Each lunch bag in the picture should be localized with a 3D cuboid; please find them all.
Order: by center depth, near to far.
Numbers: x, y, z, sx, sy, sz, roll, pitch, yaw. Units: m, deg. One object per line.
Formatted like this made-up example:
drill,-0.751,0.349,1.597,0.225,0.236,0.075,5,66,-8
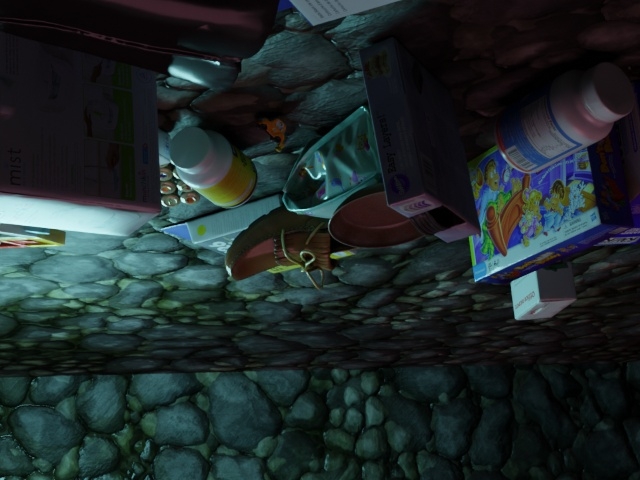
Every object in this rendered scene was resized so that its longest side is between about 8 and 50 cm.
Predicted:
lunch bag,0.088,-0.109,1.968,0.223,0.160,0.262,8,153,-36

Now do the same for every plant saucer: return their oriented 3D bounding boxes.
plant saucer,0.109,-0.047,1.867,0.198,0.036,0.199,-6,152,-3

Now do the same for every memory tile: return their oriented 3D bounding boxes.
memory tile,-0.280,-0.108,2.022,0.113,0.012,0.148,-5,142,1

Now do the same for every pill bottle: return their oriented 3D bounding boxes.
pill bottle,0.395,-0.201,1.814,0.124,0.124,0.221,7,159,-33
pill bottle,-0.185,-0.128,1.918,0.103,0.103,0.184,-10,162,16

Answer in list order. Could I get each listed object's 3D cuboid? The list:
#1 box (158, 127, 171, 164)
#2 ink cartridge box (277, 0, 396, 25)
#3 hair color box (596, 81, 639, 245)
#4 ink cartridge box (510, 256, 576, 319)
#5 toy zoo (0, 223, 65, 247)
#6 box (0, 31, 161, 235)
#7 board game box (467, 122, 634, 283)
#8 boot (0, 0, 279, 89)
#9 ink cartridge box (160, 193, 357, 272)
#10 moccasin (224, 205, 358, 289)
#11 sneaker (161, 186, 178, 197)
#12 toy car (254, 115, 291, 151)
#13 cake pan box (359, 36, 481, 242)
box,-0.420,-0.170,1.797,0.232,0.059,0.322,-13,160,22
ink cartridge box,-0.009,-0.341,1.395,0.223,0.045,0.223,-12,161,21
hair color box,0.556,-0.128,1.986,0.110,0.185,0.339,-3,162,-4
ink cartridge box,0.479,0.050,2.462,0.092,0.220,0.160,-1,162,-11
toy zoo,-0.631,-0.014,2.160,0.293,0.030,0.192,-2,171,29
box,-0.347,-0.155,1.530,0.231,0.262,0.126,5,160,-31
board game box,0.393,-0.081,2.007,0.078,0.233,0.347,5,160,-29
boot,-0.249,-0.300,1.229,0.445,0.146,0.367,13,169,-23
ink cartridge box,-0.128,0.001,2.400,0.307,0.072,0.303,-17,159,28
moccasin,0.000,0.002,2.168,0.380,0.147,0.139,-16,152,-6
sneaker,-0.324,-0.088,2.104,0.118,0.042,0.067,3,158,-1
toy car,-0.078,-0.188,1.901,0.040,0.060,0.122,-49,180,-2
cake pan box,0.156,-0.141,1.704,0.070,0.267,0.245,-19,160,24
